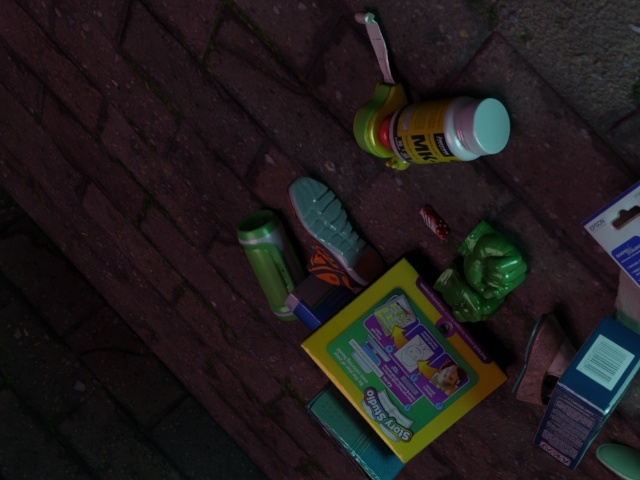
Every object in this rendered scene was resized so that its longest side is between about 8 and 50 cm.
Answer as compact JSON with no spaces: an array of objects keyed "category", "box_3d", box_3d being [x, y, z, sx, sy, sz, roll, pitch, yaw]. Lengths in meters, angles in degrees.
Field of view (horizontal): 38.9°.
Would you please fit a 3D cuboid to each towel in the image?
[{"category":"towel","box_3d":[0.620,0.139,1.633,0.187,0.049,0.282,30,145,32]},{"category":"towel","box_3d":[0.153,0.395,2.198,0.271,0.370,0.040,50,138,-1]}]

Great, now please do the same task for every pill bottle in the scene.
[{"category":"pill bottle","box_3d":[0.237,-0.203,1.670,0.208,0.119,0.119,1,125,52]}]

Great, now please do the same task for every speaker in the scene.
[{"category":"speaker","box_3d":[-0.119,0.068,2.422,0.131,0.131,0.296,11,133,46]}]

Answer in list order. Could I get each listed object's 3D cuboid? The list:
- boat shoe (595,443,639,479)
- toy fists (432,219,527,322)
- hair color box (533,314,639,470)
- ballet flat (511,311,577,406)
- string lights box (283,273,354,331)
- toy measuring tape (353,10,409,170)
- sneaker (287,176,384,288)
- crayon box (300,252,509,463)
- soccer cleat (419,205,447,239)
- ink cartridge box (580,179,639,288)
[{"category":"boat shoe","box_3d":[0.689,0.508,1.918,0.227,0.081,0.069,23,137,33]},{"category":"toy fists","box_3d":[0.333,0.081,1.889,0.142,0.096,0.279,41,147,12]},{"category":"hair color box","box_3d":[0.521,0.304,1.760,0.105,0.174,0.347,34,158,21]},{"category":"ballet flat","box_3d":[0.482,0.256,1.901,0.106,0.107,0.316,26,152,19]},{"category":"string lights box","box_3d":[0.046,0.202,2.350,0.259,0.133,0.077,45,149,8]},{"category":"toy measuring tape","box_3d":[0.103,-0.273,1.761,0.121,0.121,0.330,11,133,46]},{"category":"sneaker","box_3d":[0.000,0.000,2.194,0.321,0.124,0.180,54,148,-8]},{"category":"crayon box","box_3d":[0.191,0.268,2.073,0.363,0.313,0.106,49,-172,0]},{"category":"soccer cleat","box_3d":[0.243,-0.037,1.940,0.083,0.029,0.035,53,158,-1]},{"category":"ink cartridge box","box_3d":[0.606,0.061,1.455,0.371,0.069,0.176,47,148,5]}]
